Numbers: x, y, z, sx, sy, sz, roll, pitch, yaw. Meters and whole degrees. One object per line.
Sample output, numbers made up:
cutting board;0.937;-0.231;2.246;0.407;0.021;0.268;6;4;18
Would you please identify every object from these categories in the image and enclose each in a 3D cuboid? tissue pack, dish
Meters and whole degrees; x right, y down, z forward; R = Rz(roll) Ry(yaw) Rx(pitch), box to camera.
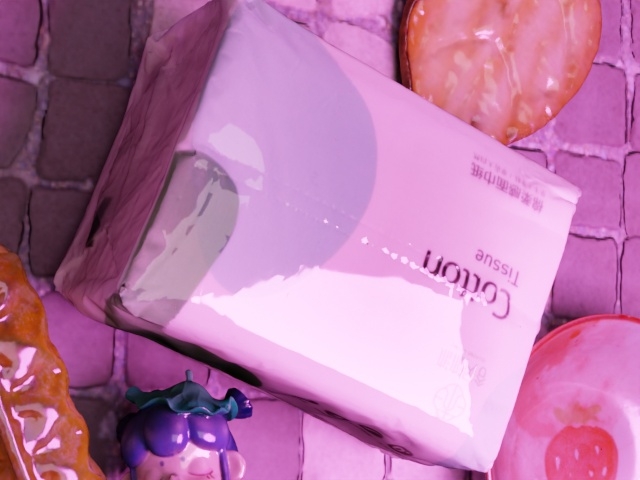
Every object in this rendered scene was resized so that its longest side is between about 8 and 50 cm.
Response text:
tissue pack;0.001;0.000;1.279;0.356;0.194;0.266;27;74;-24
dish;0.241;0.197;1.454;0.260;0.085;0.260;2;85;-25

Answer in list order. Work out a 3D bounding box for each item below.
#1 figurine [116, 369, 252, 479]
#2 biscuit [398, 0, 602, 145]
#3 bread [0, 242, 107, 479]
figurine;-0.112;0.193;1.218;0.111;0.102;0.195;-3;61;6
biscuit;0.157;-0.189;1.460;0.203;0.041;0.260;37;72;-24
bread;-0.235;0.127;1.211;0.087;0.098;0.269;-34;107;-67
